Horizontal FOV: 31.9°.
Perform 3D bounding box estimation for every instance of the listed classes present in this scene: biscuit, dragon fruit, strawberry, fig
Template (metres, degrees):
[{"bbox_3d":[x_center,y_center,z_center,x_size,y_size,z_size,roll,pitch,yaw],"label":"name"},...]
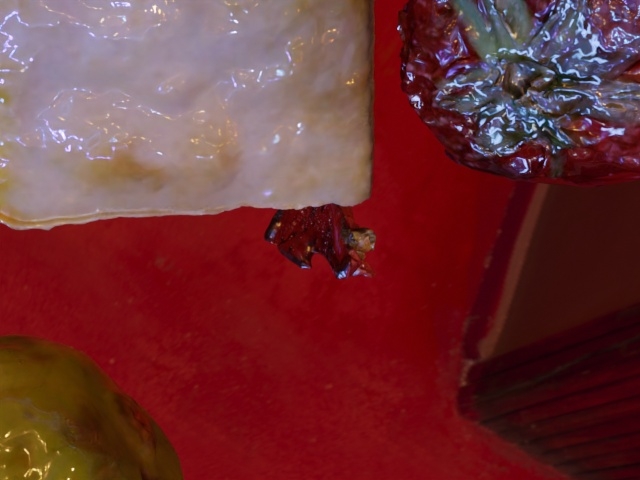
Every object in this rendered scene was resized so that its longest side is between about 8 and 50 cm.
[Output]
[{"bbox_3d":[-0.153,-0.201,1.126,0.429,0.446,0.104,-9,38,-9],"label":"biscuit"},{"bbox_3d":[0.002,-0.017,1.430,0.122,0.092,0.192,-10,33,-15],"label":"dragon fruit"},{"bbox_3d":[0.205,-0.169,0.839,0.274,0.274,0.220,35,46,-8],"label":"strawberry"},{"bbox_3d":[-0.318,0.278,1.135,0.343,0.343,0.344,6,72,-19],"label":"fig"}]
